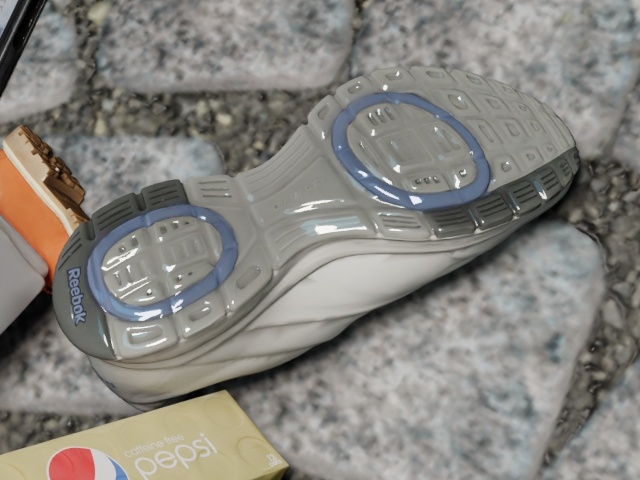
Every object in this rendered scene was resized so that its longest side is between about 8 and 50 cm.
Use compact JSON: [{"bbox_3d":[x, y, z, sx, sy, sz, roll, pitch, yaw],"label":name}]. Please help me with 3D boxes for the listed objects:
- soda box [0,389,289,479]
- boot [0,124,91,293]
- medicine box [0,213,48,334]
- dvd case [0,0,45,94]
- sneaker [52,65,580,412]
[{"bbox_3d":[-0.104,0.133,0.932,0.061,0.181,0.058,48,127,25],"label":"soda box"},{"bbox_3d":[-0.162,0.013,1.065,0.085,0.059,0.158,-42,56,4],"label":"boot"},{"bbox_3d":[-0.352,0.013,1.017,0.289,0.149,0.263,35,78,33],"label":"medicine box"},{"bbox_3d":[-0.245,-0.197,1.184,0.180,0.022,0.253,19,77,22],"label":"dvd case"},{"bbox_3d":[0.000,0.000,0.989,0.297,0.129,0.111,-20,63,-10],"label":"sneaker"}]
